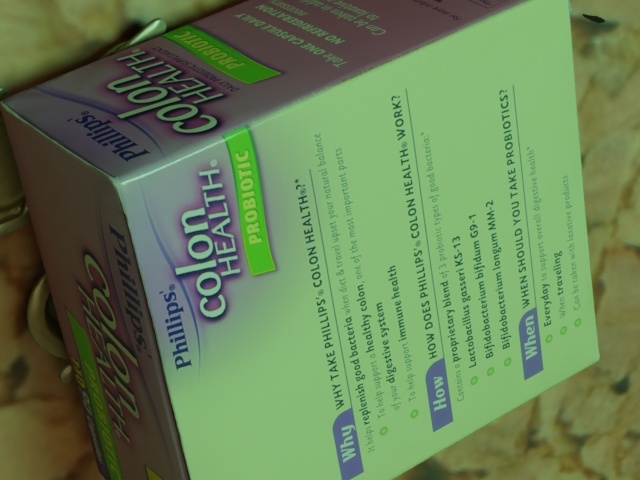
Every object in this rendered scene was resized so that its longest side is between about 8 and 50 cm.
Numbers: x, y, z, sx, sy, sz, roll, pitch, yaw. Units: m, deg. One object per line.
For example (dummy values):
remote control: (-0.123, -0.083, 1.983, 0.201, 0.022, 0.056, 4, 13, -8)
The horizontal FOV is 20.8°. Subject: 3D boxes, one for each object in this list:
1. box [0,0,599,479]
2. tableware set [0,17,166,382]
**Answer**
box: (0.000, 0.000, 0.837, 0.243, 0.117, 0.214, -27, 124, -25)
tableware set: (-0.102, -0.021, 0.844, 0.141, 0.020, 0.169, -37, 125, -11)
